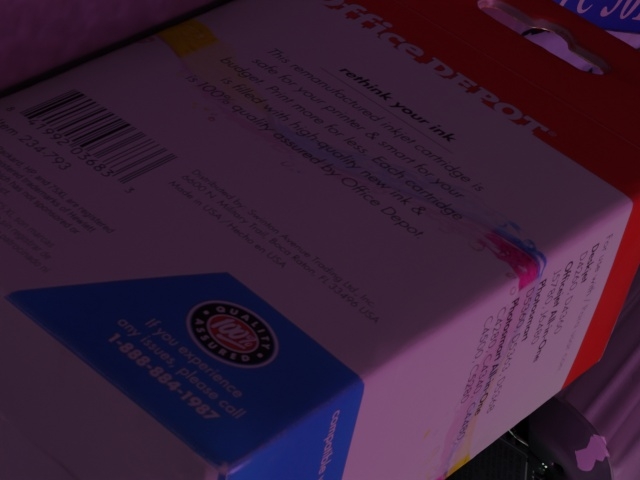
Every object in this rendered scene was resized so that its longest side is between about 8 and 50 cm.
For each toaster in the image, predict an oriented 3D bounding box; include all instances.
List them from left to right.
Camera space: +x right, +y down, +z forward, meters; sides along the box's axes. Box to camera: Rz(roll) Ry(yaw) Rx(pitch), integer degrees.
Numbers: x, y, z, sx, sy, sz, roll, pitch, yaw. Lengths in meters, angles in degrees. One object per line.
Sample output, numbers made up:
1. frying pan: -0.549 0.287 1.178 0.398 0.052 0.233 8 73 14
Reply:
1. toaster: 0.100 0.053 0.769 0.146 0.129 0.227 -46 152 -25

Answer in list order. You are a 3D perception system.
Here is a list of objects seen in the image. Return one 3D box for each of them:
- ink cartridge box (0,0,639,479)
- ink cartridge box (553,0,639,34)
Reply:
1. ink cartridge box: 0.000 0.000 0.513 0.231 0.134 0.078 -29 144 -41
2. ink cartridge box: 0.128 -0.127 0.683 0.207 0.046 0.097 -6 126 -58
